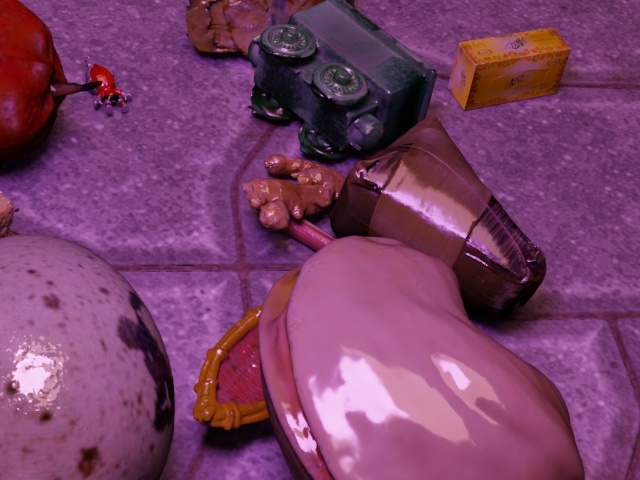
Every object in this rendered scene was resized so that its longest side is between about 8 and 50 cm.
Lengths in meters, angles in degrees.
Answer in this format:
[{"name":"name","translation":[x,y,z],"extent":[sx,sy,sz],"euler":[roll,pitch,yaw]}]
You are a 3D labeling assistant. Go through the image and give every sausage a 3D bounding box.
[{"name":"sausage","translation":[0.000,0.000,1.632],"extent":[0.223,0.029,0.029],"euler":[31,49,19]}]

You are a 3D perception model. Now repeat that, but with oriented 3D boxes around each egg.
[{"name":"egg","translation":[-0.300,0.156,1.254],"extent":[0.287,0.288,0.379],"euler":[-9,37,-18]}]

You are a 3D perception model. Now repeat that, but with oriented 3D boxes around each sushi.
[{"name":"sushi","translation":[-0.080,-0.364,1.923],"extent":[0.291,0.139,0.131],"euler":[-21,33,-28]}]

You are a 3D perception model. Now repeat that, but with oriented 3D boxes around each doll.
[{"name":"doll","translation":[-0.325,-0.233,1.797],"extent":[0.057,0.039,0.114],"euler":[-31,63,-7]}]

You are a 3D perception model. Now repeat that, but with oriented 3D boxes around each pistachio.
[{"name":"pistachio","translation":[0.108,0.189,1.297],"extent":[0.365,0.281,0.445],"euler":[8,46,-41]}]

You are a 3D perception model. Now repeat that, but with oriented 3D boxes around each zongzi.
[{"name":"zongzi","translation":[0.204,-0.052,1.649],"extent":[0.289,0.154,0.317],"euler":[34,42,11]}]

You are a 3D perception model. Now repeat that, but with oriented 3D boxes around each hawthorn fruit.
[{"name":"hawthorn fruit","translation":[-0.441,-0.229,1.618],"extent":[0.300,0.254,0.254],"euler":[0,45,4]}]

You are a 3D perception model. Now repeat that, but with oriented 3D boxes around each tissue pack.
[{"name":"tissue pack","translation":[0.299,-0.271,1.903],"extent":[0.176,0.095,0.062],"euler":[-13,51,-22]}]

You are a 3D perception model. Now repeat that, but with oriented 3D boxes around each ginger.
[{"name":"ginger","translation":[-0.030,-0.073,1.652],"extent":[0.176,0.053,0.193],"euler":[1,33,-21]}]

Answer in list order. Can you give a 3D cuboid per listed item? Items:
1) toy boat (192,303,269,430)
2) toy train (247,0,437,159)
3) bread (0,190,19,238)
[{"name":"toy boat","translation":[-0.047,0.131,1.454],"extent":[0.141,0.099,0.318],"euler":[28,51,22]},{"name":"toy train","translation":[0.019,-0.236,1.786],"extent":[0.202,0.145,0.266],"euler":[-27,57,-35]},{"name":"bread","translation":[-0.485,0.007,1.490],"extent":[0.138,0.102,0.196],"euler":[29,45,14]}]
